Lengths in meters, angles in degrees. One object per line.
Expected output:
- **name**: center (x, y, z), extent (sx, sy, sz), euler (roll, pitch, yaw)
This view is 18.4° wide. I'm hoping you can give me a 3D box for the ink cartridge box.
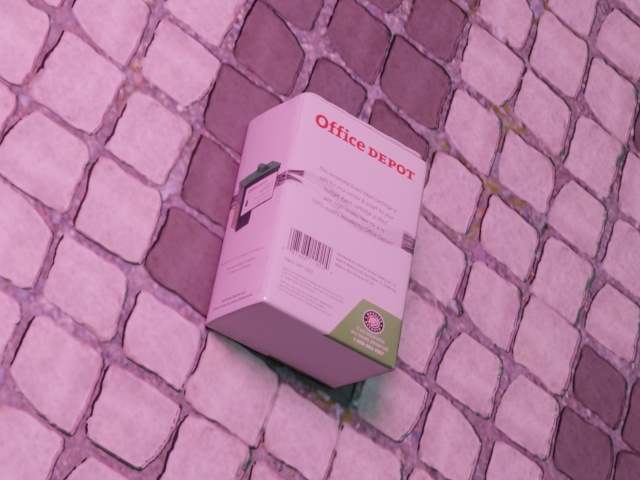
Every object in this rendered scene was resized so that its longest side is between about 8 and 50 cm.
- **ink cartridge box**: center (0.000, 0.000, 1.801), extent (0.160, 0.092, 0.219), euler (29, 57, -31)
